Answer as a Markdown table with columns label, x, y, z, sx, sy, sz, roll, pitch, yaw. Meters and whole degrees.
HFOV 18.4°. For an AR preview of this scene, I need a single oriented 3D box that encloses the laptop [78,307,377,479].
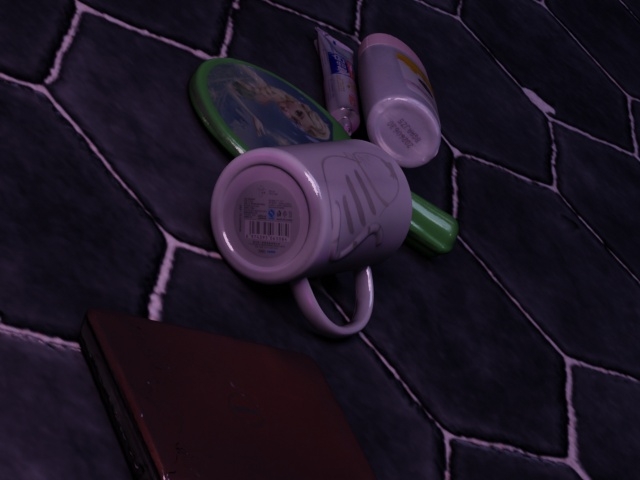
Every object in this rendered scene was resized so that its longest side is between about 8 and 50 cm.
| label | x | y | z | sx | sy | sz | roll | pitch | yaw |
| --- | --- | --- | --- | --- | --- | --- | --- | --- | --- |
| laptop | -0.052 | 0.118 | 1.249 | 0.207 | 0.026 | 0.154 | 16 | 35 | -45 |

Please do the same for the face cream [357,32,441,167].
| label | x | y | z | sx | sy | sz | roll | pitch | yaw |
| --- | --- | --- | --- | --- | --- | --- | --- | --- | --- |
| face cream | 0.068 | -0.121 | 1.700 | 0.084 | 0.057 | 0.198 | 49 | 14 | -17 |

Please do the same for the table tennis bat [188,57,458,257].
| label | x | y | z | sx | sy | sz | roll | pitch | yaw |
| --- | --- | --- | --- | --- | --- | --- | --- | --- | --- |
| table tennis bat | 0.004 | -0.064 | 1.588 | 0.257 | 0.039 | 0.160 | 33 | 27 | -16 |

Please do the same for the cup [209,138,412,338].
| label | x | y | z | sx | sy | sz | roll | pitch | yaw |
| --- | --- | --- | --- | --- | --- | --- | --- | --- | --- |
| cup | 0.005 | -0.008 | 1.431 | 0.136 | 0.099 | 0.133 | 51 | 26 | 17 |

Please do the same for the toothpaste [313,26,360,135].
| label | x | y | z | sx | sy | sz | roll | pitch | yaw |
| --- | --- | --- | --- | --- | --- | --- | --- | --- | --- |
| toothpaste | 0.016 | -0.136 | 1.720 | 0.045 | 0.028 | 0.170 | 29 | 27 | -20 |
